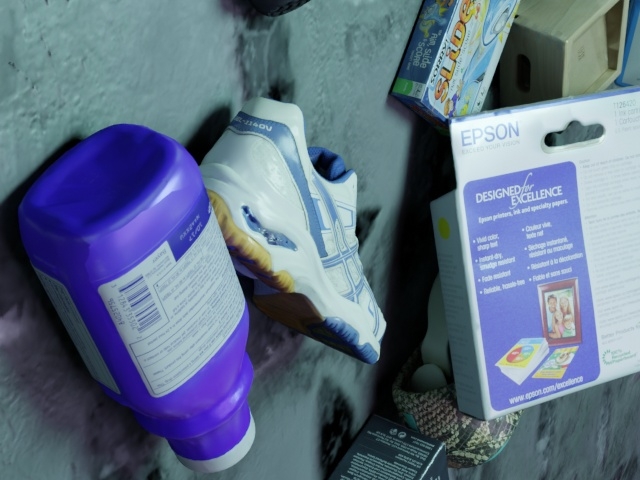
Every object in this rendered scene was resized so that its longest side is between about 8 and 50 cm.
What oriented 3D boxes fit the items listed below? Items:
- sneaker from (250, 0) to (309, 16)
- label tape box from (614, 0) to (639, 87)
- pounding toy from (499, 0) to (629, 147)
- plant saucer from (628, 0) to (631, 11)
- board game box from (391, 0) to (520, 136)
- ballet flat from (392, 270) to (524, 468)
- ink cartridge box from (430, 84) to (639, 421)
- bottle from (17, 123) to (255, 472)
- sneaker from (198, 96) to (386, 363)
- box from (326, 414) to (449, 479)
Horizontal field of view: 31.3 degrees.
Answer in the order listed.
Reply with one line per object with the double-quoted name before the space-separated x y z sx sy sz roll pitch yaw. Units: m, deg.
"sneaker" 0.016 -0.262 0.846 0.235 0.084 0.097 -46 101 -18
"label tape box" 0.468 -0.364 1.406 0.241 0.105 0.334 92 22 -44
"pounding toy" 0.236 -0.171 1.241 0.206 0.094 0.181 -43 145 -27
"plant saucer" 0.373 -0.329 1.429 0.195 0.037 0.195 -37 137 -44
"board game box" 0.141 -0.210 1.106 0.136 0.035 0.201 23 87 -61
"ballet flat" 0.230 0.025 1.295 0.483 0.164 0.182 -55 129 -22
"ink cartridge box" 0.260 0.003 1.200 0.303 0.072 0.307 -12 97 -26
"bottle" -0.107 0.056 0.783 0.118 0.092 0.283 -47 144 -27
"sneaker" 0.000 0.000 0.914 0.131 0.111 0.296 -63 150 -15
"box" 0.063 0.300 1.212 0.158 0.093 0.156 -50 145 -34
